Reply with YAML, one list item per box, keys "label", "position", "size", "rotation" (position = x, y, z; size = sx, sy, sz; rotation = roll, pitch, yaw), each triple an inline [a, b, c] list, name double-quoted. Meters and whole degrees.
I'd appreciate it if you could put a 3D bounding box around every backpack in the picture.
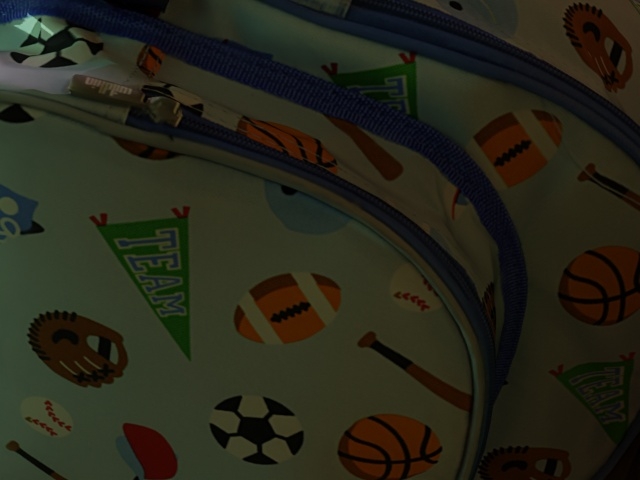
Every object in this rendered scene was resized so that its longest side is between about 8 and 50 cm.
- label: "backpack"
  position: [-0.008, -0.011, 0.568]
  size: [0.276, 0.263, 0.213]
  rotation: [103, 176, -48]
